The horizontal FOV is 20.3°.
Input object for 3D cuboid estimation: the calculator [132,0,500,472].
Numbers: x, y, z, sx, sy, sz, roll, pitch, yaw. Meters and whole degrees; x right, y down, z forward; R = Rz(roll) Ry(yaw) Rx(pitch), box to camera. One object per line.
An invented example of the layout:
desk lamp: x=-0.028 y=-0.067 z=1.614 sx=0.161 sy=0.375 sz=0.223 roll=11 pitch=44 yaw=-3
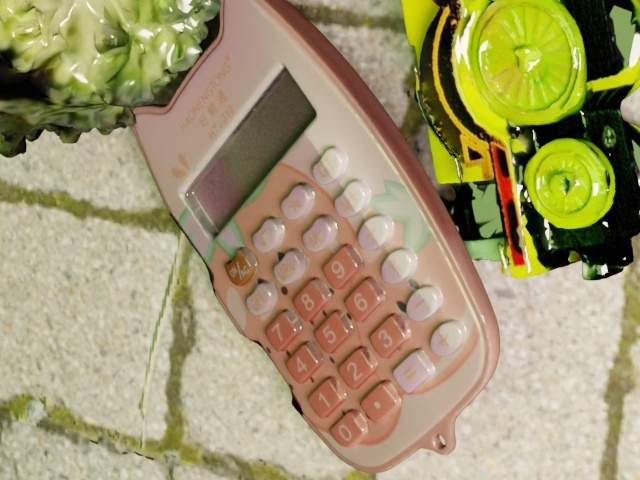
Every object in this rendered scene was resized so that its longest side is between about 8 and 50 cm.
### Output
calculator: x=0.000 y=0.000 z=1.180 sx=0.330 sy=0.048 sz=0.220 roll=58 pitch=136 yaw=15

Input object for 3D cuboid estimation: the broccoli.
broccoli: x=-0.205 y=-0.216 z=1.128 sx=0.348 sy=0.280 sz=0.293 roll=-59 pitch=36 yaw=38

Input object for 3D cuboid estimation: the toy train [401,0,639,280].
toy train: x=0.117 y=-0.118 z=1.099 sx=0.160 sy=0.100 sz=0.296 roll=-8 pitch=94 yaw=38
